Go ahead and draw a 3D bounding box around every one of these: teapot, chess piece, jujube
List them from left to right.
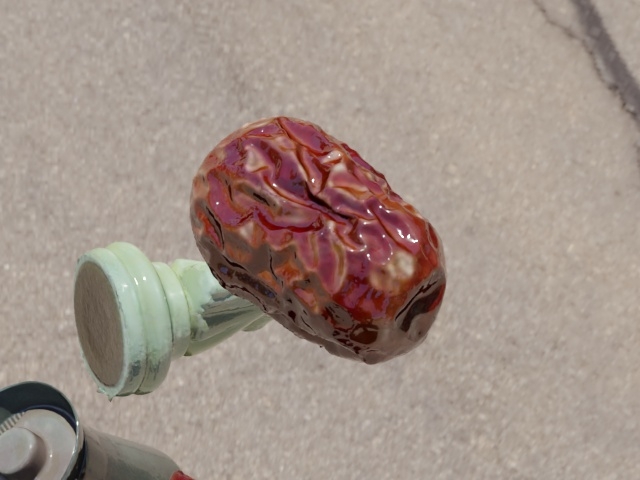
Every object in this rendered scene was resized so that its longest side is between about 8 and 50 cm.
[{"bbox_3d":[-0.330,0.369,1.675,0.300,0.344,0.253,25,72,33],"label":"teapot"},{"bbox_3d":[-0.120,0.069,1.372,0.298,0.176,0.176,-11,57,-30],"label":"chess piece"},{"bbox_3d":[0.000,0.000,0.925,0.155,0.155,0.230,-29,44,-30],"label":"jujube"}]

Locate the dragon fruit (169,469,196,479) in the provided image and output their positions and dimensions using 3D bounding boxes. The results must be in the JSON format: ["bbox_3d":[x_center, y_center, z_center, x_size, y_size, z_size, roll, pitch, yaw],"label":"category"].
[{"bbox_3d":[-0.089,0.241,0.549,0.286,0.329,0.228,22,12,-37],"label":"dragon fruit"}]
